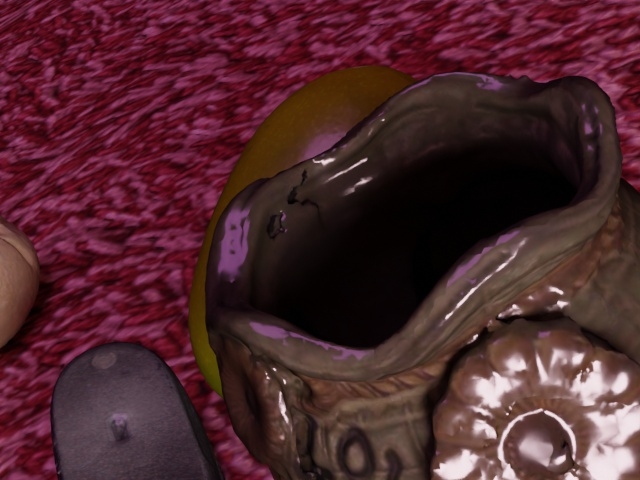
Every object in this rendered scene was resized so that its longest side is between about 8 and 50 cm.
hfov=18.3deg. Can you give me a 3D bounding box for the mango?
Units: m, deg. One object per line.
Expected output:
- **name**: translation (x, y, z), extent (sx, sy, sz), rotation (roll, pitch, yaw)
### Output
- **mango**: translation (0.000, 0.000, 1.425), extent (0.175, 0.143, 0.293), rotation (2, 52, 37)

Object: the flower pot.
- **flower pot**: translation (0.080, 0.059, 1.163), extent (0.301, 0.213, 0.302), rotation (-24, 28, 14)

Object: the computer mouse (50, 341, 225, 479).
- **computer mouse**: translation (-0.126, 0.158, 1.367), extent (0.113, 0.068, 0.229), rotation (-19, 39, -3)

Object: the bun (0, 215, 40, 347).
- **bun**: translation (-0.329, 0.033, 1.719), extent (0.164, 0.111, 0.188), rotation (-33, 31, 4)
